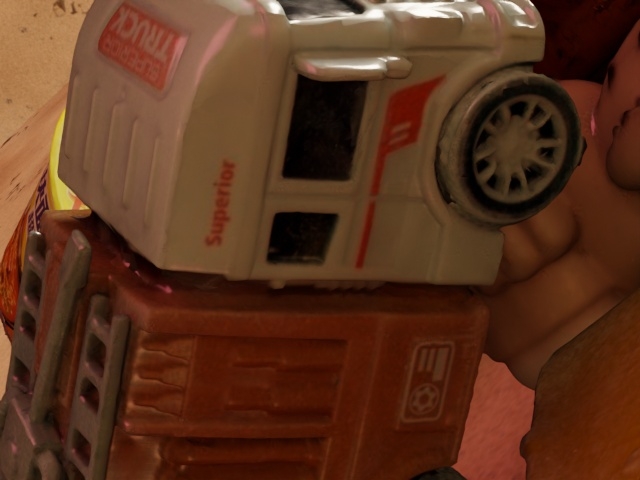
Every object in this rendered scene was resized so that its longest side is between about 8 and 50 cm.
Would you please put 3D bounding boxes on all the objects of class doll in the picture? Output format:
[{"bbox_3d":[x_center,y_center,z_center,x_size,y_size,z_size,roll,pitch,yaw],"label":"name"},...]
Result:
[{"bbox_3d":[0.128,-0.031,0.699,0.154,0.119,0.278,-32,-6,-39],"label":"doll"}]

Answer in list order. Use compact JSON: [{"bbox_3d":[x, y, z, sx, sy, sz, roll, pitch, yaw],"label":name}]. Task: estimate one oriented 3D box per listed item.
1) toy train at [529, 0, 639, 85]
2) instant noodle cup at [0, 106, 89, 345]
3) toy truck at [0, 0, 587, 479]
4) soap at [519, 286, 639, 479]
[{"bbox_3d":[0.135,-0.149,0.824,0.232,0.163,0.369,-33,-6,-18],"label":"toy train"},{"bbox_3d":[-0.107,0.009,1.198,0.174,0.213,0.213,-43,12,51],"label":"instant noodle cup"},{"bbox_3d":[-0.031,0.046,0.654,0.136,0.162,0.305,36,119,55],"label":"toy truck"},{"bbox_3d":[0.189,0.019,0.536,0.274,0.089,0.173,-40,14,23],"label":"soap"}]
